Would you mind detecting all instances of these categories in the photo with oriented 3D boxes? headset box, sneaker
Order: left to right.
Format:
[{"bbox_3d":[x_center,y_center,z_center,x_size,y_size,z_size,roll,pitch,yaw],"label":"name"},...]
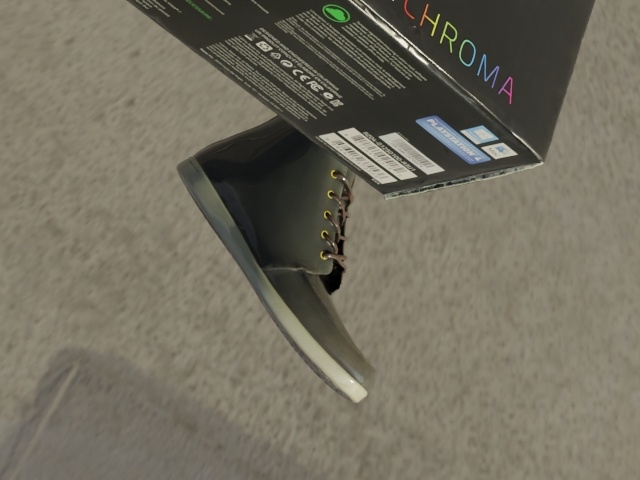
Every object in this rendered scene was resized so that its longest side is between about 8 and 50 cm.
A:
[{"bbox_3d":[0.000,0.000,1.159,0.118,0.083,0.222,-33,71,-4],"label":"sneaker"},{"bbox_3d":[0.037,-0.210,0.872,0.246,0.283,0.131,37,151,-31],"label":"headset box"}]
